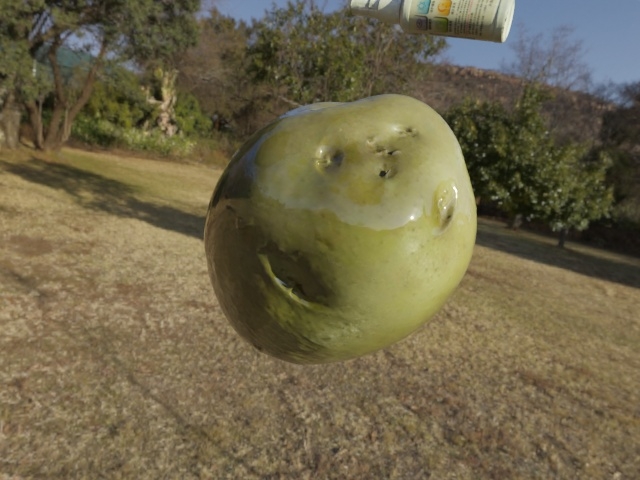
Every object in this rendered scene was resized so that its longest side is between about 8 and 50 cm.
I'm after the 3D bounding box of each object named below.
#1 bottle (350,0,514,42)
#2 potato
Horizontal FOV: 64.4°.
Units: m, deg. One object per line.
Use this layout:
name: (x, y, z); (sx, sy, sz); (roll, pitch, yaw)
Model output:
bottle: (0.145, -0.310, 0.687); (0.217, 0.060, 0.060); (16, 8, 19)
potato: (0.000, 0.000, 0.521); (0.221, 0.243, 0.326); (-49, 7, -36)
